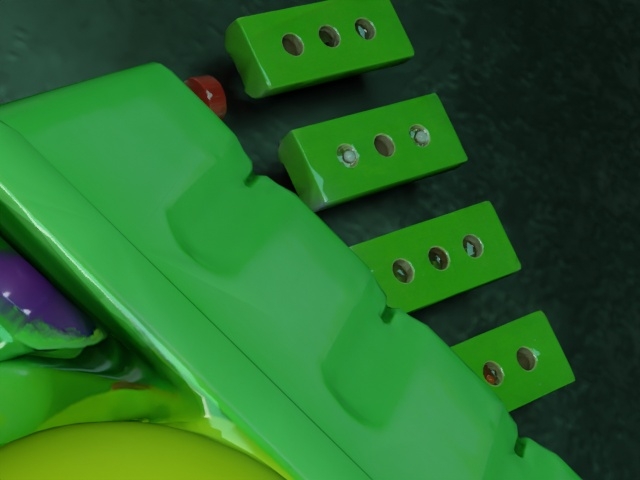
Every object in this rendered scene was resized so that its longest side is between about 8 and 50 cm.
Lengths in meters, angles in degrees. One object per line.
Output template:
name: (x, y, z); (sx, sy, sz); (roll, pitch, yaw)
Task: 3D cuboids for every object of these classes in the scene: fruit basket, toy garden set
fruit basket: (-0.071, 0.143, 0.534); (0.392, 0.283, 0.392); (26, 43, -27)
toy garden set: (0.000, 0.000, 0.798); (0.204, 0.049, 0.244); (-18, 79, -38)
